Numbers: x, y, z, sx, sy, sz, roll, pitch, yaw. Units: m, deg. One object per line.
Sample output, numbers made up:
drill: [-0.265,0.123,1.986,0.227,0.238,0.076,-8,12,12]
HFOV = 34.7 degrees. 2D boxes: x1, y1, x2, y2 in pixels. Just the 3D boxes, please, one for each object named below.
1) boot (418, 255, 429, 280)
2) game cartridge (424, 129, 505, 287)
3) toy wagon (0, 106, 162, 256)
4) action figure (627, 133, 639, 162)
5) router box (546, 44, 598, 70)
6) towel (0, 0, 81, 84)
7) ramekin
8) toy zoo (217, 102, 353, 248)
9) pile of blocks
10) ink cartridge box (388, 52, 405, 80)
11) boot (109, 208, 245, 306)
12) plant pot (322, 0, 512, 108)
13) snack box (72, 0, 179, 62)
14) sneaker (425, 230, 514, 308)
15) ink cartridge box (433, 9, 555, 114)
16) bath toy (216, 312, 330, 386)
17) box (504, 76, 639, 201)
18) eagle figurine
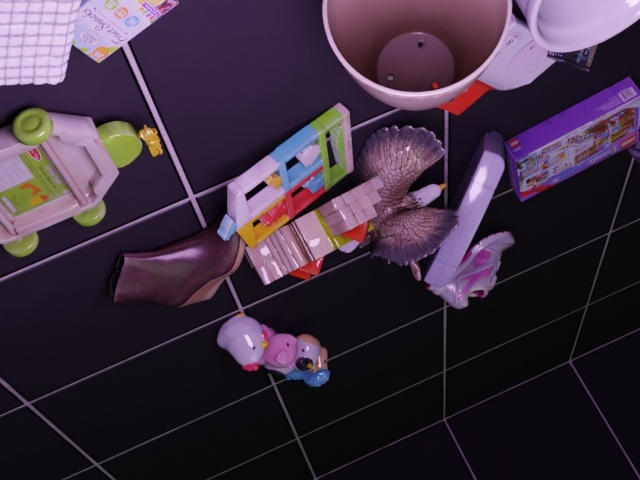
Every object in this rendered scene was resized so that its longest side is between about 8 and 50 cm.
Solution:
boot: [0.287,-0.002,2.327,0.106,0.082,0.219,-30,160,-33]
game cartridge: [0.287,-0.059,2.022,0.062,0.198,0.297,21,114,-3]
toy wagon: [-0.406,-0.101,1.536,0.344,0.068,0.267,-25,153,-5]
action figure: [0.764,-0.273,2.234,0.185,0.099,0.285,-13,147,-10]
router box: [0.452,-0.366,1.791,0.092,0.038,0.122,6,105,-45]
towel: [-0.414,-0.293,1.145,0.284,0.121,0.235,-8,146,-28]
ramekin: [0.419,-0.438,1.592,0.277,0.135,0.277,-21,153,-11]
toy zoo: [-0.063,-0.097,1.790,0.293,0.030,0.192,-39,155,-15]
pile of blocks: [0.000,0.000,1.921,0.362,0.112,0.149,-27,-179,44]
ink cartridge box: [0.124,-0.290,1.709,0.048,0.028,0.083,2,142,-43]
boot: [-0.260,0.034,1.876,0.207,0.090,0.248,1,135,-33]
plant pot: [0.143,-0.296,1.520,0.256,0.256,0.274,-27,169,1]
snack box: [-0.269,-0.303,1.333,0.141,0.037,0.100,-33,151,13]
sneaker: [0.371,0.074,2.419,0.252,0.111,0.103,-37,175,-17]
ink cartridge box: [0.295,-0.299,1.818,0.232,0.066,0.189,-46,148,25]
bath toy: [-0.101,0.261,2.367,0.151,0.129,0.348,-34,151,15]
box: [0.537,-0.210,2.177,0.293,0.057,0.201,-27,152,1]
eagle figurine: [0.148,-0.066,1.931,0.225,0.226,0.298,-58,175,-11]
